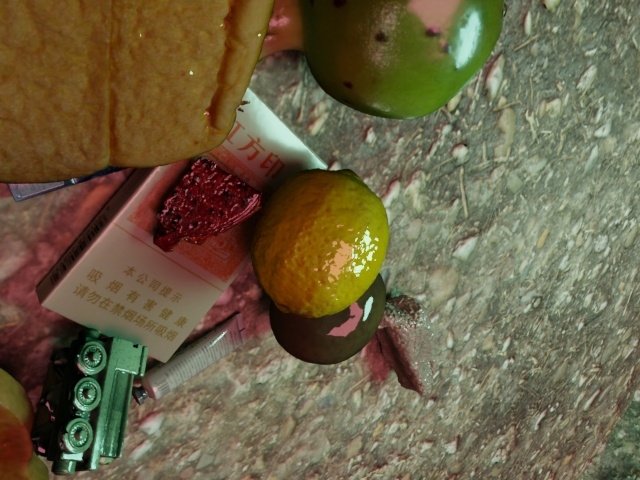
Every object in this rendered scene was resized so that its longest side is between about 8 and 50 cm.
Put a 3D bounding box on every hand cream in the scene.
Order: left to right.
[{"bbox_3d":[-0.193,0.179,0.864,0.194,0.042,0.067,-31,128,-32],"label":"hand cream"}]

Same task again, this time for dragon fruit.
[{"bbox_3d":[-0.143,-0.032,0.716,0.097,0.063,0.131,39,90,-8],"label":"dragon fruit"}]

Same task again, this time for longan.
[{"bbox_3d":[0.012,0.100,0.879,0.187,0.167,0.167,-41,133,13],"label":"longan"}]

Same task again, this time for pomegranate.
[{"bbox_3d":[0.054,-0.261,0.671,0.340,0.260,0.261,-11,125,4],"label":"pomegranate"}]

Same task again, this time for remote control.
[{"bbox_3d":[-0.282,-0.087,0.665,0.152,0.027,0.044,-21,129,-23],"label":"remote control"}]

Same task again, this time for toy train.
[{"bbox_3d":[-0.274,0.195,0.695,0.111,0.071,0.171,32,49,-46],"label":"toy train"}]

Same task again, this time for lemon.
[{"bbox_3d":[-0.002,0.002,0.745,0.193,0.181,0.180,-37,131,2],"label":"lemon"}]

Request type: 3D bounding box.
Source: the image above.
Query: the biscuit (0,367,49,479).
[{"bbox_3d":[-0.512,0.262,0.628,0.385,0.062,0.365,-14,131,-17],"label":"biscuit"}]

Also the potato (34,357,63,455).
[{"bbox_3d":[-0.318,0.236,0.782,0.120,0.081,0.149,11,108,-36],"label":"potato"}]

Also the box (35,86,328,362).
[{"bbox_3d":[-0.170,-0.022,0.761,0.365,0.051,0.204,-51,132,-1],"label":"box"}]

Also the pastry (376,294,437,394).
[{"bbox_3d":[0.159,0.183,1.078,0.112,0.103,0.265,-46,134,-15],"label":"pastry"}]

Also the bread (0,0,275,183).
[{"bbox_3d":[-0.210,-0.212,0.519,0.327,0.148,0.337,-13,149,-28],"label":"bread"}]
